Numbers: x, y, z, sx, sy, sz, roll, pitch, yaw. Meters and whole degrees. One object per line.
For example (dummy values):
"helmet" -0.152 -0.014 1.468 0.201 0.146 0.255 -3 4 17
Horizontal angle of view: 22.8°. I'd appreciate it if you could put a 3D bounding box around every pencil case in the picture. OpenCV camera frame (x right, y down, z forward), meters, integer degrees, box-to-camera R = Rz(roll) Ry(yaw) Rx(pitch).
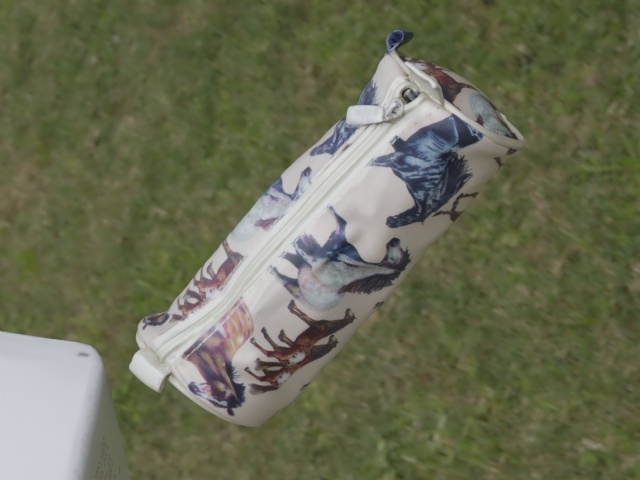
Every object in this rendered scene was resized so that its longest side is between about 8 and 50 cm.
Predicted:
"pencil case" 0.000 0.000 1.510 0.410 0.183 0.160 -48 52 12

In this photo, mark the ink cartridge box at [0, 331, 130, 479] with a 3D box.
"ink cartridge box" -0.182 0.232 0.698 0.166 0.395 0.285 8 66 1
